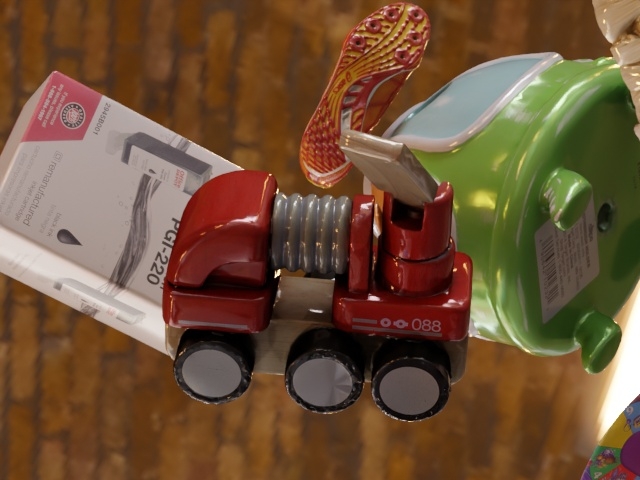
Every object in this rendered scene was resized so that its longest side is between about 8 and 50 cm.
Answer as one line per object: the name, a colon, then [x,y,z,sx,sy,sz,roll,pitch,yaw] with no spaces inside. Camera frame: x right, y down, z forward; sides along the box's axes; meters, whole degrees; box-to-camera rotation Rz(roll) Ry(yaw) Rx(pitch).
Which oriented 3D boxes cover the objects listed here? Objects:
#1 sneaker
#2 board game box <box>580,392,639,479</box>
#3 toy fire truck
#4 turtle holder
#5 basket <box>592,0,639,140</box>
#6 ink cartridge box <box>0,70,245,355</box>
sneaker: [0.031,-0.124,1.578,0.175,0.064,0.067,-55,-4,-12]
board game box: [0.196,0.123,0.869,0.169,0.033,0.133,2,-68,-24]
toy fire truck: [0.000,0.000,1.315,0.158,0.217,0.246,-79,-7,-57]
turtle holder: [0.181,-0.062,1.589,0.320,0.227,0.243,-62,-38,-18]
basket: [0.164,-0.104,0.633,0.167,0.113,0.103,-31,-84,-56]
ink cartridge box: [-0.171,-0.019,1.614,0.218,0.092,0.158,28,-118,-16]
